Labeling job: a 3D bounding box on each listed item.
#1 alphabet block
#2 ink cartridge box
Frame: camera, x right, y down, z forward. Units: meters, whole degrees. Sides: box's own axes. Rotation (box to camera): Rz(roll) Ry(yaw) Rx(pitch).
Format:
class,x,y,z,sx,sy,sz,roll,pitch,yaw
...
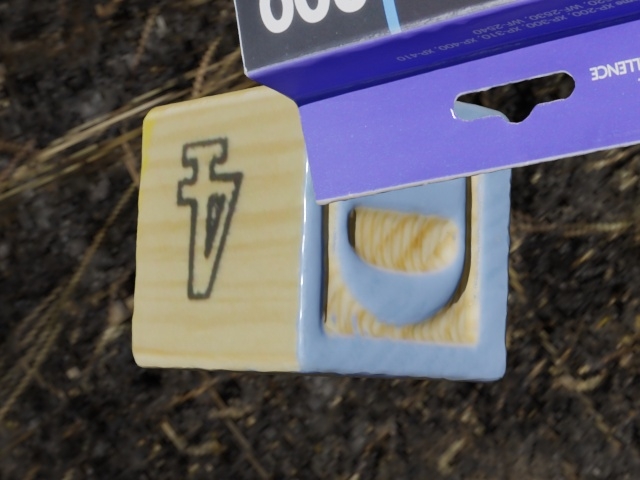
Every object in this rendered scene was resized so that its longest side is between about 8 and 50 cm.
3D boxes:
class,x,y,z,sx,sy,sz,roll,pitch,yaw
alphabet block,0.000,0.000,1.082,0.197,0.192,0.194,-4,80,51
ink cartridge box,0.054,-0.129,0.589,0.206,0.045,0.208,-11,89,33
